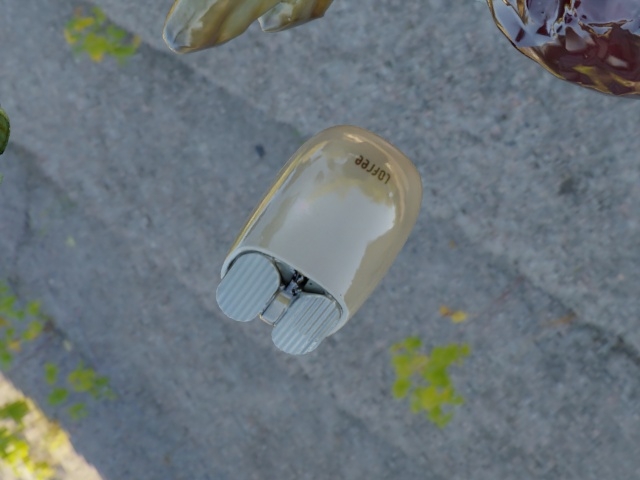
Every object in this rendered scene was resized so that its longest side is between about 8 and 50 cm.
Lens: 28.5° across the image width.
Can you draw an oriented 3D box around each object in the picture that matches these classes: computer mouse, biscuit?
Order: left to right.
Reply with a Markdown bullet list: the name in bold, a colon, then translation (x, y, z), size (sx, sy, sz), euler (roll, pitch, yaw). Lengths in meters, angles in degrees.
- **biscuit**: translation (-0.019, -0.302, 1.242), size (0.062, 0.236, 0.291), euler (54, 135, 10)
- **computer mouse**: translation (0.000, 0.000, 1.241), size (0.145, 0.082, 0.236), euler (35, 106, -9)

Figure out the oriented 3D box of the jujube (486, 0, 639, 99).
- **jujube**: translation (0.209, -0.243, 0.558), size (0.258, 0.258, 0.377), euler (47, 133, 16)

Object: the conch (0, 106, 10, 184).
- **conch**: translation (-0.338, -0.099, 1.235), size (0.079, 0.106, 0.170), euler (30, 171, 4)

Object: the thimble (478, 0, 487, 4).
- **thimble**: translation (0.182, -0.286, 0.998), size (0.150, 0.237, 0.237), euler (31, 134, 20)
